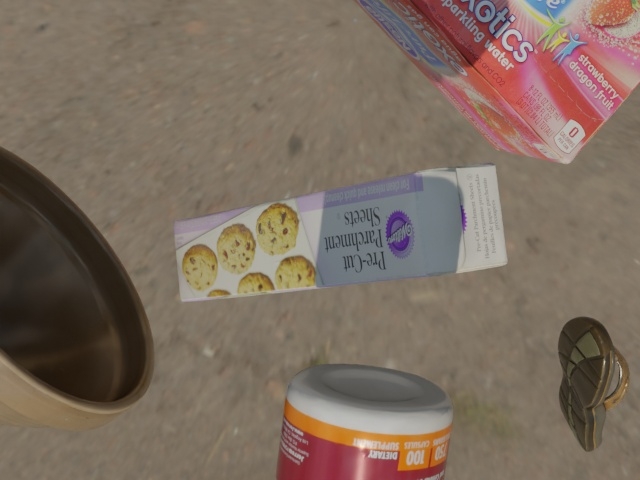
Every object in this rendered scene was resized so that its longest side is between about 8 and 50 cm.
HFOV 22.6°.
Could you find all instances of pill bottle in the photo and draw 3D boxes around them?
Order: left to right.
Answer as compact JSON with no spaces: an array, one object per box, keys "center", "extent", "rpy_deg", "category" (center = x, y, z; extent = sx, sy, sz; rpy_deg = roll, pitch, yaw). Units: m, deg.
[{"center":[0.017,0.146,0.817],"extent":[0.086,0.086,0.152],"rpy_deg":[7,102,0],"category":"pill bottle"}]

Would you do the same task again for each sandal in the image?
[{"center":[0.288,0.146,1.650],"extent":[0.060,0.219,0.090],"rpy_deg":[-19,52,-6],"category":"sandal"}]

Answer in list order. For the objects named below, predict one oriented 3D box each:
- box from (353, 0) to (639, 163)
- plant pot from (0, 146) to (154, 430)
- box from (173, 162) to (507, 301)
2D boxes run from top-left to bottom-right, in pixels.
[{"center":[0.117,-0.217,1.249],"extent":[0.300,0.142,0.154],"rpy_deg":[43,85,-17],"category":"box"},{"center":[-0.237,0.049,1.138],"extent":[0.110,0.237,0.237],"rpy_deg":[-37,96,18],"category":"plant pot"},{"center":[0.000,0.000,1.075],"extent":[0.063,0.324,0.067],"rpy_deg":[-7,90,-32],"category":"box"}]
